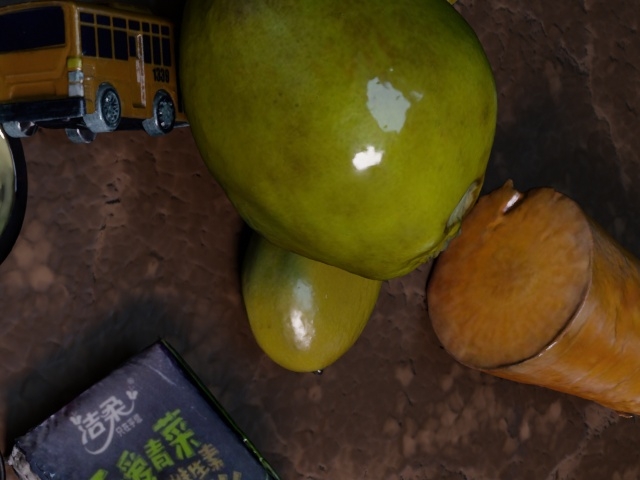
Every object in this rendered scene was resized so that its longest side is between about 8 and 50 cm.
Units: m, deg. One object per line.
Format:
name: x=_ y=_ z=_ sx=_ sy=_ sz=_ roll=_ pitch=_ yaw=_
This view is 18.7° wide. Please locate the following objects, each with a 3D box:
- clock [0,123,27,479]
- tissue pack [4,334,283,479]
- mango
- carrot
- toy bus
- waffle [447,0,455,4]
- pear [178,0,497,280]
clock: x=-0.337 y=0.040 z=1.477 sx=0.276 sy=0.120 sz=0.379 roll=19 pitch=68 yaw=-56
tissue pack: x=-0.127 y=0.220 z=1.630 sx=0.173 sy=0.073 sz=0.235 roll=-36 pitch=81 yaw=-33
mango: x=0.004 y=0.005 z=1.779 sx=0.137 sy=0.091 sz=0.237 roll=36 pitch=68 yaw=-35
carrot: x=0.253 y=0.075 z=1.930 sx=0.254 sy=0.196 sz=0.196 roll=30 pitch=71 yaw=-43
toy bus: x=-0.186 y=-0.140 z=1.595 sx=0.201 sy=0.098 sz=0.114 roll=-3 pitch=89 yaw=-66
waffle: x=0.081 y=-0.377 z=1.738 sx=0.151 sy=0.261 sz=0.324 roll=-2 pitch=86 yaw=-38
pear: x=0.014 y=-0.121 z=1.628 sx=0.269 sy=0.269 sz=0.321 roll=-33 pitch=95 yaw=-32
